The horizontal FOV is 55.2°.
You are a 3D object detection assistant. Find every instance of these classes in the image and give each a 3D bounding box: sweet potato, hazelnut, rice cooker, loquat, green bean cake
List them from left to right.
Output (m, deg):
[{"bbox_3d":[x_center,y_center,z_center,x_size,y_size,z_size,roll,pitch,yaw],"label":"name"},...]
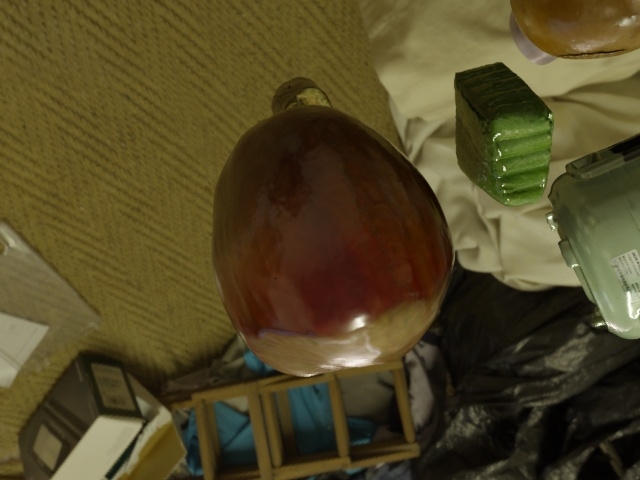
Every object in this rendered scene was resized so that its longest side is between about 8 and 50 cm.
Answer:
[{"bbox_3d":[-0.050,-0.315,1.484,0.158,0.369,0.157,-3,114,-7],"label":"sweet potato"},{"bbox_3d":[0.005,0.008,0.822,0.366,0.366,0.365,-14,128,-19],"label":"hazelnut"},{"bbox_3d":[0.336,-0.193,1.147,0.125,0.248,0.222,-12,127,0],"label":"green bean cake"},{"bbox_3d":[0.413,-0.385,0.894,0.263,0.263,0.263,-14,128,-19],"label":"loquat"},{"bbox_3d":[0.395,-0.017,0.689,0.244,0.226,0.226,-21,135,20],"label":"rice cooker"}]

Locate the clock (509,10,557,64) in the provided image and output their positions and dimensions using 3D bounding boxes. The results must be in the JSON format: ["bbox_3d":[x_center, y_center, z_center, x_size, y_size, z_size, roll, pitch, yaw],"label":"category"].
[{"bbox_3d":[0.648,-0.619,1.797,0.197,0.196,0.068,9,162,-30],"label":"clock"}]
